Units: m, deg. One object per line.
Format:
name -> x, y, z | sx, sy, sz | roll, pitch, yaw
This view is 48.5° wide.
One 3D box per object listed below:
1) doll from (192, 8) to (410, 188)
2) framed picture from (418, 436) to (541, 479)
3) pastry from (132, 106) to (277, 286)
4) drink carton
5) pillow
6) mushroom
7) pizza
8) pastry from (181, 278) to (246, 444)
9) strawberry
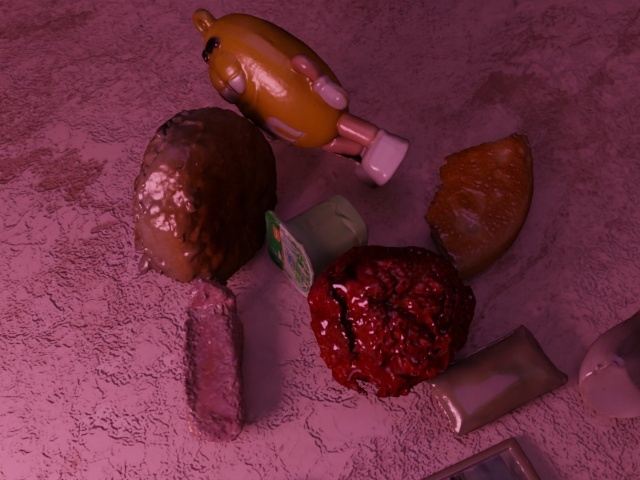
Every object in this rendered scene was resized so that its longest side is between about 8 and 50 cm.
doll -> -0.026, -0.234, 1.289 | 0.423, 0.348, 0.161 | 26, 70, 20
framed picture -> 0.257, 0.443, 0.997 | 0.213, 0.016, 0.289 | -22, 51, -9
pastry -> -0.191, -0.079, 1.227 | 0.136, 0.330, 0.330 | 16, 59, 26
drink carton -> 0.000, 0.000, 1.262 | 0.142, 0.146, 0.144 | -28, 59, -23
pillow -> 0.280, 0.221, 1.137 | 0.208, 0.053, 0.119 | -26, 55, -7
mushroom -> 0.495, 0.176, 1.134 | 0.116, 0.093, 0.225 | 36, 56, 8
pizza -> 0.293, -0.071, 1.317 | 0.182, 0.074, 0.365 | 19, 61, 14
pastry -> -0.175, 0.202, 1.161 | 0.102, 0.112, 0.265 | 0, 68, -8
strawberry -> 0.105, 0.106, 1.130 | 0.274, 0.220, 0.274 | -5, 55, 7
